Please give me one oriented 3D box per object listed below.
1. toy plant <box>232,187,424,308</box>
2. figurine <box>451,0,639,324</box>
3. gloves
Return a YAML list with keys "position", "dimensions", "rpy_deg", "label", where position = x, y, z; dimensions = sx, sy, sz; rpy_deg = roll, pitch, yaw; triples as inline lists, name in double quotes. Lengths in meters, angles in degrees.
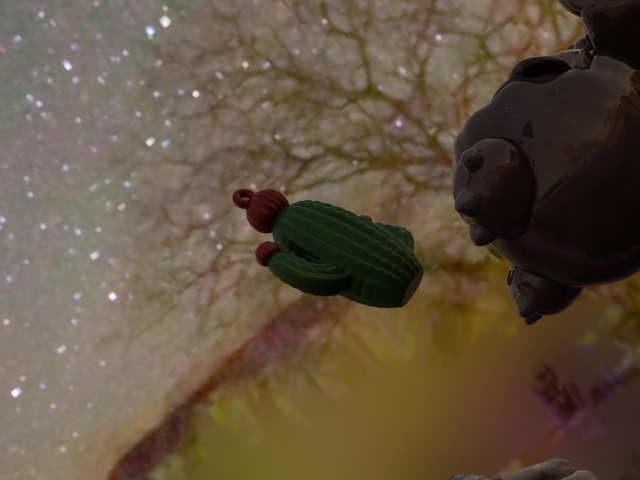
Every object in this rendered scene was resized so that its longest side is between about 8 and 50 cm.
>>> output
- position: [0.004, 0.010, 1.347]
  dimensions: [0.154, 0.240, 0.088]
  rpy_deg: [-80, 4, -51]
  label: "toy plant"
- position: [0.265, -0.111, 1.036]
  dimensions: [0.380, 0.203, 0.248]
  rpy_deg: [-54, -36, -13]
  label: "figurine"
- position: [0.263, 0.350, 1.430]
  dimensions: [0.131, 0.140, 0.219]
  rpy_deg: [-6, 2, -39]
  label: "gloves"
